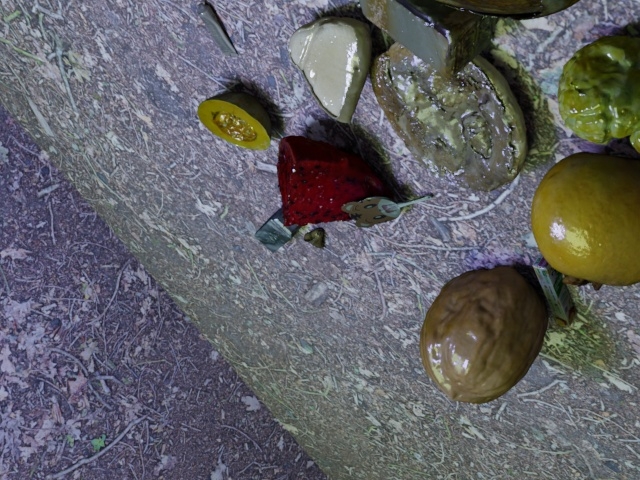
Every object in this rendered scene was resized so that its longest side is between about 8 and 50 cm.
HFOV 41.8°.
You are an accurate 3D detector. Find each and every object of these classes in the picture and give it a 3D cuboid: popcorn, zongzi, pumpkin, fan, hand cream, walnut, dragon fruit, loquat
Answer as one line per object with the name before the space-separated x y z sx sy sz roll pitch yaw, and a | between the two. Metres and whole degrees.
popcorn | 0.498 -0.232 1.399 0.212 0.198 0.198 37 154 -10
zongzi | 0.000 0.000 2.533 0.083 0.040 0.076 38 149 -21
pumpkin | -0.212 -0.336 2.247 0.217 0.110 0.217 20 151 12
fan | 0.173 -0.082 2.093 0.226 0.008 0.152 -14 152 21
hand cream | -0.261 -0.526 2.102 0.057 0.037 0.165 15 151 39
walnut | 0.389 0.235 2.050 0.306 0.344 0.306 22 159 9
dragon fruit | 0.023 -0.127 2.140 0.330 0.240 0.302 19 -165 -19
loquat | 0.522 -0.033 1.569 0.275 0.275 0.275 31 151 19

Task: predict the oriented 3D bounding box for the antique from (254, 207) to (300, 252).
antique | -0.122 -0.040 2.569 0.088 0.086 0.183 43 153 -5

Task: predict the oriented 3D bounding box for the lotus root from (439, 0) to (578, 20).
lotus root | 0.282 -0.463 1.351 0.397 0.179 0.196 23 164 39

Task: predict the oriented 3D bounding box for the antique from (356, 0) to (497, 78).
antique | 0.178 -0.438 1.565 0.284 0.150 0.125 38 155 24

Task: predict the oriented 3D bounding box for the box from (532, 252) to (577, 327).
box | 0.555 0.119 1.983 0.041 0.050 0.207 8 138 45

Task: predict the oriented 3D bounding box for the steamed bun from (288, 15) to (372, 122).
steamed bun | 0.033 -0.404 1.820 0.212 0.110 0.231 43 135 28

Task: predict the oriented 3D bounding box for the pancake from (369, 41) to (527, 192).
pancake | 0.267 -0.264 1.749 0.387 0.082 0.387 32 150 22
